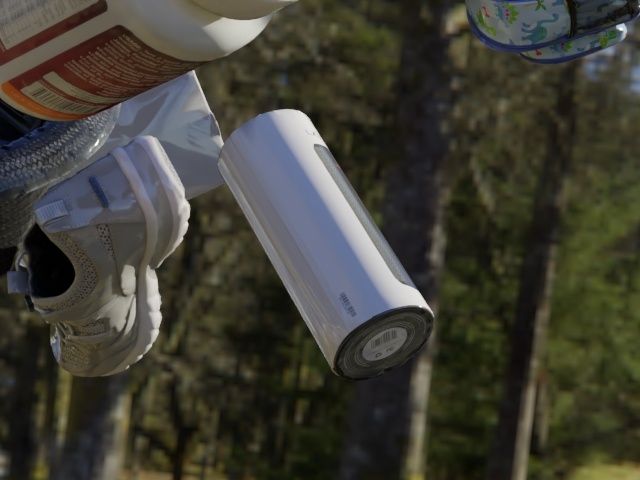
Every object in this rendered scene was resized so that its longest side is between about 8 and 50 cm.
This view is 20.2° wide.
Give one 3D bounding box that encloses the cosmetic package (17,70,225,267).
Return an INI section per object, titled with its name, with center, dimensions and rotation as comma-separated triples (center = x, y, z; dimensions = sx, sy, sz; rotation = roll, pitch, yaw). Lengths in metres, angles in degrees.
[cosmetic package]
center = -0.221, -0.075, 1.824
dimensions = 0.238, 0.127, 0.107
rotation = -23, 12, -20

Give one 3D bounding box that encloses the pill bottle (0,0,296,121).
[pill bottle]
center = -0.097, -0.147, 0.984
dimensions = 0.121, 0.121, 0.221
rotation = 8, -16, -39

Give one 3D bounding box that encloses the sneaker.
[sneaker]
center = -0.182, 0.020, 1.328
dimensions = 0.115, 0.105, 0.281
rotation = -18, -26, -24

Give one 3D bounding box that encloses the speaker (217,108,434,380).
[speaker]
center = 0.000, 0.000, 0.874
dimensions = 0.055, 0.055, 0.136
rotation = 8, 40, -44

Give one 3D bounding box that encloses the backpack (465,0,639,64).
[backpack]
center = 0.158, -0.174, 1.259
dimensions = 0.114, 0.084, 0.105
rotation = -16, 40, -6

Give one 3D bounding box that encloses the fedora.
[fedora]
center = -0.307, -0.066, 1.418
dimensions = 0.334, 0.152, 0.334
rotation = 0, 35, 0
